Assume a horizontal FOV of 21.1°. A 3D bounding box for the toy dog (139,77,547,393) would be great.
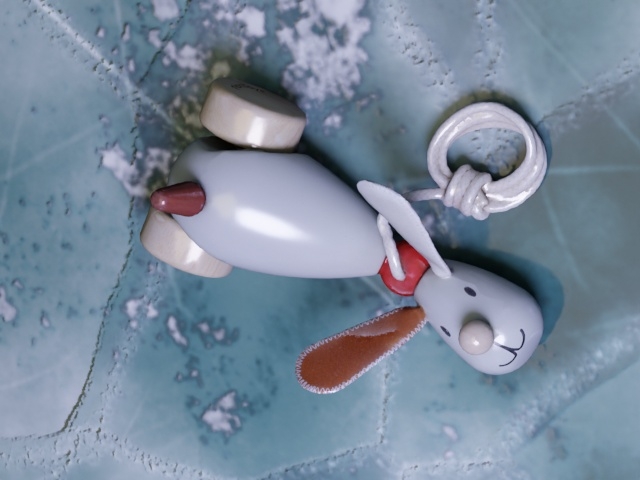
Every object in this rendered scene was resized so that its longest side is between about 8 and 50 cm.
[{"bbox_3d":[0.000,0.000,1.308,0.333,0.161,0.220,8,105,19],"label":"toy dog"}]
